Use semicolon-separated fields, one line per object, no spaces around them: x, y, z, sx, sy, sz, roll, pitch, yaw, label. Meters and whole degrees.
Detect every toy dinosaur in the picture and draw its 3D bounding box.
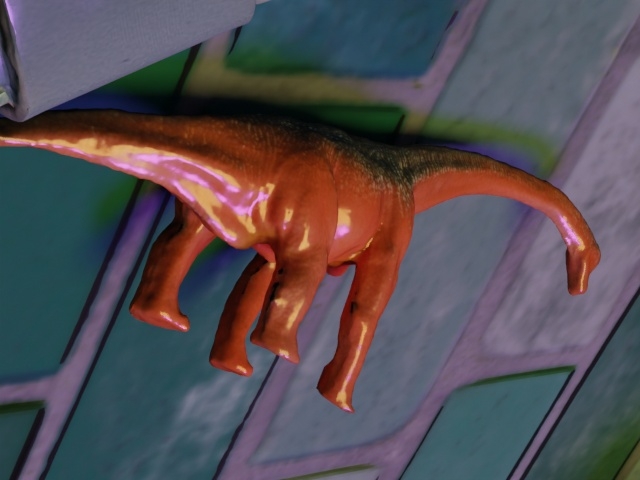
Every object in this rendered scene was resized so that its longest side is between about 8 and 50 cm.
0.005;0.002;0.543;0.279;0.055;0.101;22;88;-51;toy dinosaur

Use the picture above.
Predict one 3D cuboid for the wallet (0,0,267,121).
-0.061;-0.112;0.341;0.250;0.075;0.176;-29;138;-21;wallet
